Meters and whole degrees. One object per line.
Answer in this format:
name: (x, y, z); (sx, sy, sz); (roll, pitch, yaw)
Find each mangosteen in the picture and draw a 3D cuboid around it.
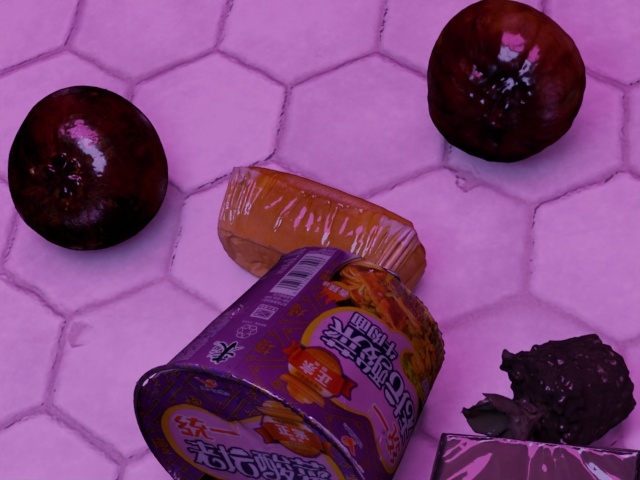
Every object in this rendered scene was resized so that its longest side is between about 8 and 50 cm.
mangosteen: (-0.325, -0.109, 2.116); (0.235, 0.236, 0.261); (3, 13, 13)

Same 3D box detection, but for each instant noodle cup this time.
instant noodle cup: (-0.017, 0.186, 1.783); (0.339, 0.340, 0.266); (19, 49, 23)

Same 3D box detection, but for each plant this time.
plant: (0.277, 0.199, 1.798); (0.203, 0.142, 0.131); (-18, 33, -28)

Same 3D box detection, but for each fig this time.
fig: (0.256, -0.229, 2.070); (0.224, 0.224, 0.263); (-26, 38, -8)

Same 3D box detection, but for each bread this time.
bread: (0.000, 0.000, 1.992); (0.288, 0.152, 0.119); (19, 66, 23)

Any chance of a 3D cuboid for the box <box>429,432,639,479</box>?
box: (0.248, 0.342, 1.699); (0.252, 0.153, 0.188); (5, 56, 16)
